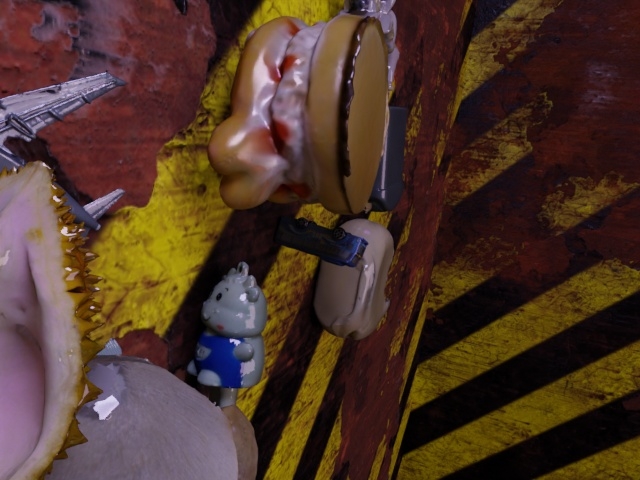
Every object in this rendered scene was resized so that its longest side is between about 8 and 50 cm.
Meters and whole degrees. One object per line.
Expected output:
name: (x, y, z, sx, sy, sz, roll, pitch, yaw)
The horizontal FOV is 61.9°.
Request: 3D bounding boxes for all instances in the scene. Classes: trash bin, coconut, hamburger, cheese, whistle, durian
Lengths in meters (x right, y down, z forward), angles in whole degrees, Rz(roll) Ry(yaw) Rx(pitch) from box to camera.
trash bin: (0.126, -0.181, 1.190, 0.177, 0.101, 0.236, -24, 120, -62)
coconut: (-0.177, 0.198, 0.422, 0.241, 0.241, 0.241, 12, 90, -69)
hamburger: (-0.021, -0.152, 0.708, 0.261, 0.187, 0.302, 77, 22, -49)
cheese: (0.082, 0.086, 1.171, 0.233, 0.127, 0.265, 0, 102, -68)
whistle: (-0.126, 0.149, 0.726, 0.092, 0.110, 0.244, 8, 94, -37)
durian: (-0.230, 0.082, 0.313, 0.183, 0.138, 0.249, 49, 64, -9)

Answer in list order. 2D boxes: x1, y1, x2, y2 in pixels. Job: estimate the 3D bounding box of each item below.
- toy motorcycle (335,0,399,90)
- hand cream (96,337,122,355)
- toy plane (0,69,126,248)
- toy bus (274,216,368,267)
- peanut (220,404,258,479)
toy motorcycle: (0.088, -0.347, 0.989, 0.223, 0.108, 0.340, -43, 141, -56)
hand cream: (-0.213, 0.261, 0.614, 0.085, 0.058, 0.331, -50, 145, -46)
toy plane: (-0.239, -0.056, 0.389, 0.226, 0.058, 0.226, -57, 155, -10)
toy bus: (0.000, 0.000, 0.886, 0.051, 0.153, 0.061, 30, 78, -67)
peanut: (-0.154, 0.320, 0.571, 0.136, 0.120, 0.298, 109, 6, -65)
